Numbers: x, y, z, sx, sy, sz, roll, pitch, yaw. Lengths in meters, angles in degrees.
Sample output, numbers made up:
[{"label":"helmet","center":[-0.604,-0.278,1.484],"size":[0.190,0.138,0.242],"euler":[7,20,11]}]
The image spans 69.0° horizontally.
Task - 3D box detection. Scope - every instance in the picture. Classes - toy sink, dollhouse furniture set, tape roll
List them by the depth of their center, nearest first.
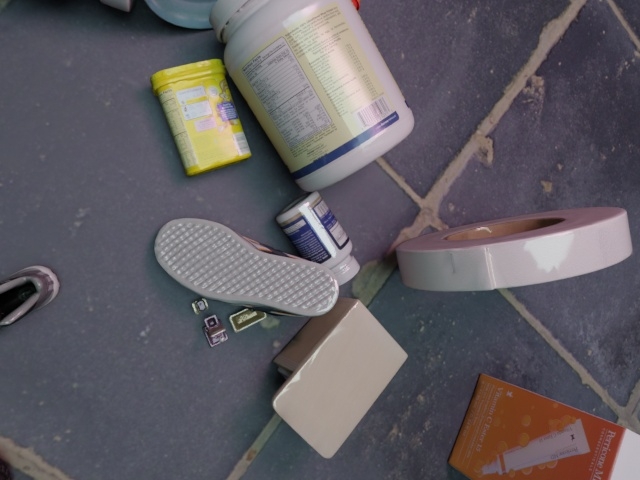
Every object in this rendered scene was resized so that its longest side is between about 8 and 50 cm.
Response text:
[{"label":"dollhouse furniture set","center":[-0.151,0.129,0.811],"size":[0.114,0.081,0.091],"euler":[-24,98,-20]},{"label":"tape roll","center":[0.331,0.010,0.839],"size":[0.391,0.392,0.072],"euler":[-13,95,-21]},{"label":"toy sink","center":[0.015,0.239,0.851],"size":[0.153,0.131,0.234],"euler":[48,69,-14]}]

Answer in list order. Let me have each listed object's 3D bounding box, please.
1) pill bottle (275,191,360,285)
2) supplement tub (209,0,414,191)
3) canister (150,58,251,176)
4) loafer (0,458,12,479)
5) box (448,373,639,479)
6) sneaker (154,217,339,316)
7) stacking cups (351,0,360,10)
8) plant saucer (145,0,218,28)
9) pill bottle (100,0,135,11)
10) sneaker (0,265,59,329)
[{"label":"pill bottle","center":[0.000,0.000,0.865],"size":[0.094,0.094,0.170],"euler":[-38,103,-17]},{"label":"supplement tub","center":[-0.014,-0.273,0.786],"size":[0.235,0.235,0.325],"euler":[-36,102,-18]},{"label":"canister","center":[-0.201,-0.207,0.799],"size":[0.126,0.073,0.170],"euler":[-21,99,-20]},{"label":"loafer","center":[-0.528,0.477,0.604],"size":[0.129,0.134,0.367],"euler":[11,65,-8]},{"label":"box","center":[0.449,0.429,0.904],"size":[0.168,0.345,0.215],"euler":[28,79,-19]},{"label":"sneaker","center":[-0.124,0.059,0.807],"size":[0.320,0.127,0.126],"euler":[20,81,6]},{"label":"stacking cups","center":[0.077,-0.546,0.903],"size":[0.095,0.096,0.317],"euler":[18,85,-20]},{"label":"plant saucer","center":[-0.132,-0.449,0.706],"size":[0.317,0.317,0.044],"euler":[-26,86,-20]},{"label":"pill bottle","center":[-0.432,-0.473,0.637],"size":[0.362,0.210,0.211],"euler":[14,85,-21]},{"label":"sneaker","center":[-0.490,0.112,0.650],"size":[0.228,0.132,0.086],"euler":[-39,103,-18]}]
